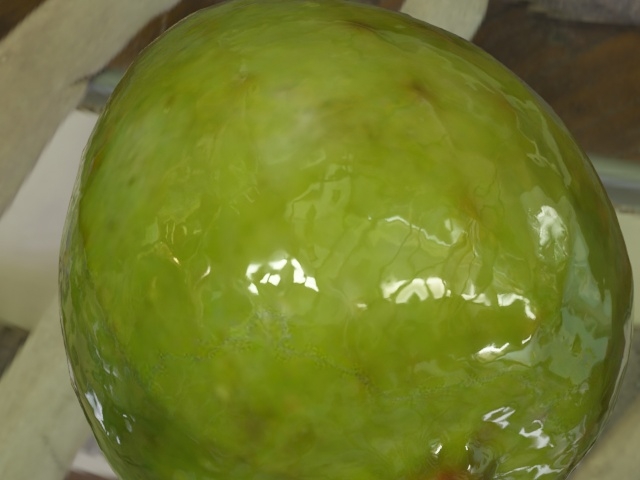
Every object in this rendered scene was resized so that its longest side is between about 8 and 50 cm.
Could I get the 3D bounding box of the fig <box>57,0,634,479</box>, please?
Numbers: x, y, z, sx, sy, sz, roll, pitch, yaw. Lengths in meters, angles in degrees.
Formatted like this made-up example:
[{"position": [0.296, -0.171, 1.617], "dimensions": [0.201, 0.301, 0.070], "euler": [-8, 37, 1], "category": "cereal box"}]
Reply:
[{"position": [0.000, 0.000, 0.679], "dimensions": [0.258, 0.326, 0.258], "euler": [-9, 126, -12], "category": "fig"}]
